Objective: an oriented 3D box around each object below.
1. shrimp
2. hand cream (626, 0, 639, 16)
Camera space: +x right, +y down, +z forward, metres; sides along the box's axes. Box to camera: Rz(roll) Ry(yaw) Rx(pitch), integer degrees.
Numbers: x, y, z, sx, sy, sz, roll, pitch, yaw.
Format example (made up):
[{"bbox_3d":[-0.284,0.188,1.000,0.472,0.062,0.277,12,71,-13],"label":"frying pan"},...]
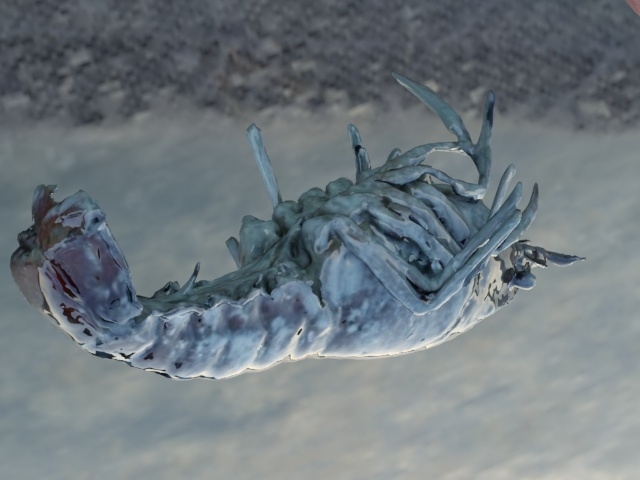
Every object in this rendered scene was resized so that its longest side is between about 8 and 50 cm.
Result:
[{"bbox_3d":[0.003,0.004,1.053,0.410,0.166,0.221,-21,-166,-40],"label":"shrimp"},{"bbox_3d":[0.280,-0.272,1.268,0.230,0.149,0.230,-39,-178,1],"label":"hand cream"}]
